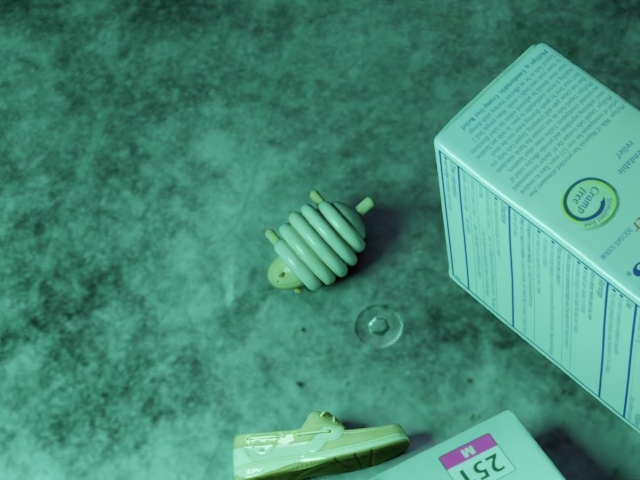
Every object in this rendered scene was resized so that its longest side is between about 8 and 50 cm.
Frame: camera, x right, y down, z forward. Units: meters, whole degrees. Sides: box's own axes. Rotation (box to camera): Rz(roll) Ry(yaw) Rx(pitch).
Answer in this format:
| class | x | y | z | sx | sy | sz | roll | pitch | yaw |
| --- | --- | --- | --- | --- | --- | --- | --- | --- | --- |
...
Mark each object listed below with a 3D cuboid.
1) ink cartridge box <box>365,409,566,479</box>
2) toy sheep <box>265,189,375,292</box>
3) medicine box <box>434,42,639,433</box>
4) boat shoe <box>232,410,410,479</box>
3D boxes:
| class | x | y | z | sx | sy | sz | roll | pitch | yaw |
| --- | --- | --- | --- | --- | --- | --- | --- | --- | --- |
| ink cartridge box | 0.108 | 0.295 | 1.513 | 0.275 | 0.060 | 0.239 | -25 | 40 | -10 |
| toy sheep | 0.000 | 0.000 | 1.722 | 0.132 | 0.091 | 0.091 | -44 | 64 | 4 |
| medicine box | 0.259 | 0.009 | 1.581 | 0.289 | 0.263 | 0.149 | 39 | 73 | 24 |
| boat shoe | -0.003 | 0.189 | 1.630 | 0.170 | 0.063 | 0.059 | -12 | 67 | 1 |
